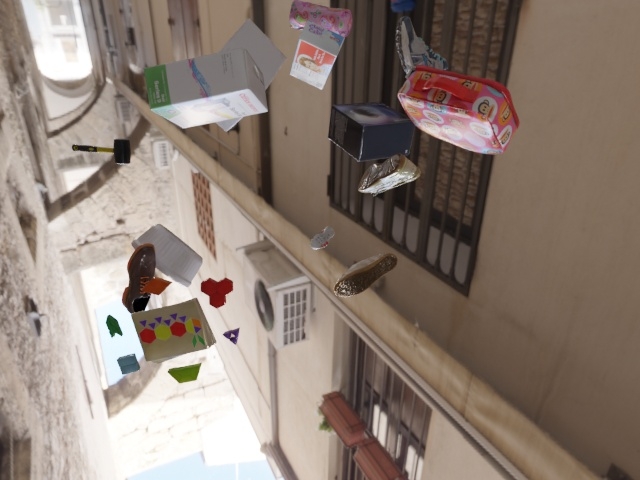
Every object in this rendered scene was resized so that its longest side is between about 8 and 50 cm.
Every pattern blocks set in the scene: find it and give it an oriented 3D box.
[{"bbox_3d":[-0.365,0.225,1.138,0.324,0.286,0.026,-4,-166,-1],"label":"pattern blocks set"}]

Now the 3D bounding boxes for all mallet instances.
[{"bbox_3d":[-0.552,-0.219,1.142,0.189,0.063,0.039,1,-169,24],"label":"mallet"}]

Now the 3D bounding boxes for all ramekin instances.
[{"bbox_3d":[-0.575,0.049,1.740,0.127,0.273,0.272,-51,-136,-9],"label":"ramekin"}]

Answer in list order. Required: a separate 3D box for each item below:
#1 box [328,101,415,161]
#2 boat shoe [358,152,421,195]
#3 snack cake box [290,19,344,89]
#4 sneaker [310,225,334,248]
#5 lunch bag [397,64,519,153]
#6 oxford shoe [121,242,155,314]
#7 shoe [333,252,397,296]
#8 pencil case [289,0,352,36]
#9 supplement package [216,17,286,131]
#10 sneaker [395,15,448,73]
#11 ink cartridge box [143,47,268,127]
[{"bbox_3d":[0.239,-0.526,2.156,0.296,0.183,0.294,-13,-141,-26],"label":"box"},{"bbox_3d":[0.215,-0.202,1.496,0.089,0.105,0.285,25,168,-18],"label":"boat shoe"},{"bbox_3d":[-0.020,-0.713,1.764,0.152,0.089,0.264,24,168,-8],"label":"snack cake box"},{"bbox_3d":[0.000,0.000,1.833,0.064,0.061,0.158,-35,-177,40],"label":"sneaker"},{"bbox_3d":[0.348,-0.346,1.179,0.293,0.120,0.258,31,-178,37],"label":"lunch bag"},{"bbox_3d":[-0.598,0.138,1.537,0.096,0.272,0.098,-5,-146,-44],"label":"oxford shoe"},{"bbox_3d":[0.134,0.102,1.392,0.218,0.077,0.058,-28,-156,-10],"label":"shoe"},{"bbox_3d":[-0.004,-0.957,1.964,0.283,0.124,0.124,24,-146,26],"label":"pencil case"},{"bbox_3d":[-0.267,-0.534,1.466,0.175,0.177,0.293,-25,-147,44],"label":"supplement package"},{"bbox_3d":[0.308,-0.533,1.356,0.122,0.283,0.110,-20,-153,11],"label":"sneaker"},{"bbox_3d":[-0.234,-0.317,0.960,0.212,0.093,0.154,-10,178,7],"label":"ink cartridge box"}]
